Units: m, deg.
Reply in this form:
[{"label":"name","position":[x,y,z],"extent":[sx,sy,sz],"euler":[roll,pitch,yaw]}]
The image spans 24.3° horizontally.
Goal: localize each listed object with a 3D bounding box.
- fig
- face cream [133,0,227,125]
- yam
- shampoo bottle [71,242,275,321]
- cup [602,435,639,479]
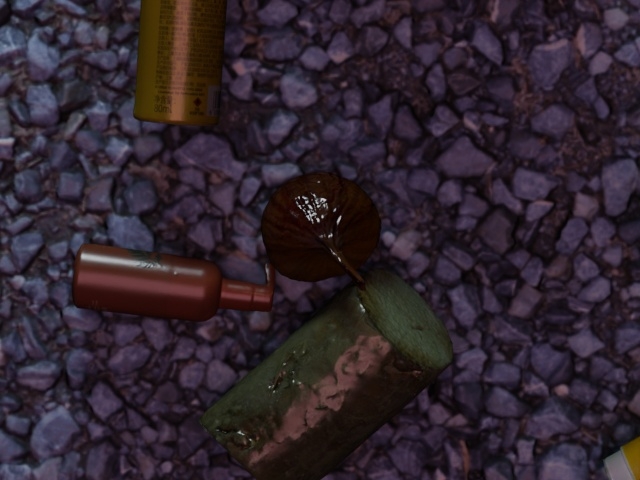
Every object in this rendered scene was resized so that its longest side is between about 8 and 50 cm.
[{"label":"fig","position":[0.000,0.000,1.760],"extent":[0.146,0.201,0.134],"euler":[-28,107,8]},{"label":"face cream","position":[-0.160,-0.314,1.760],"extent":[0.105,0.105,0.348],"euler":[4,97,-2]},{"label":"yam","position":[0.011,0.176,1.796],"extent":[0.304,0.168,0.168],"euler":[-42,96,5]},{"label":"shampoo bottle","position":[-0.179,0.055,1.817],"extent":[0.244,0.085,0.085],"euler":[6,97,-5]},{"label":"cup","position":[0.499,0.270,1.820],"extent":[0.280,0.196,0.196],"euler":[-25,97,10]}]
